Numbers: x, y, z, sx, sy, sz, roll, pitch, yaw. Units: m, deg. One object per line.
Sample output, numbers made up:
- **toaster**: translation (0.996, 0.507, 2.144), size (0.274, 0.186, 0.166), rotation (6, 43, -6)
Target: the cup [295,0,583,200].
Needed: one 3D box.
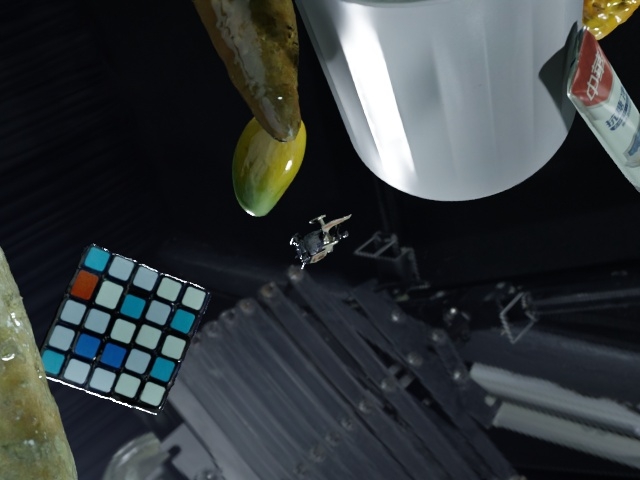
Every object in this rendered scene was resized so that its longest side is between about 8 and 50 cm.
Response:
- **cup**: translation (0.123, -0.233, 0.678), size (0.237, 0.323, 0.327), rotation (13, -18, 21)

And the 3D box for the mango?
- **mango**: translation (-0.092, -0.136, 1.294), size (0.130, 0.092, 0.194), rotation (23, -73, 33)

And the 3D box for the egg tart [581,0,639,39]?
- **egg tart**: translation (0.250, -0.379, 0.860), size (0.150, 0.352, 0.352), rotation (-103, -166, -49)

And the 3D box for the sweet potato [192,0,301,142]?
- **sweet potato**: translation (-0.094, -0.235, 0.675), size (0.310, 0.124, 0.098), rotation (52, -31, -10)

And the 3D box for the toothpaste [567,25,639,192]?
- **toothpaste**: translation (0.267, -0.102, 0.670), size (0.039, 0.062, 0.239), rotation (6, -17, 41)

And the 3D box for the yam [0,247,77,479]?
- **yam**: translation (-0.325, 0.088, 0.668), size (0.133, 0.133, 0.330), rotation (-37, -108, 52)

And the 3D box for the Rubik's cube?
- **Rubik's cube**: translation (-0.277, 0.129, 1.068), size (0.184, 0.187, 0.182), rotation (23, -13, -9)

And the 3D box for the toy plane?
- **toy plane**: translation (0.000, 0.000, 0.741), size (0.120, 0.049, 0.031), rotation (117, -49, -74)
